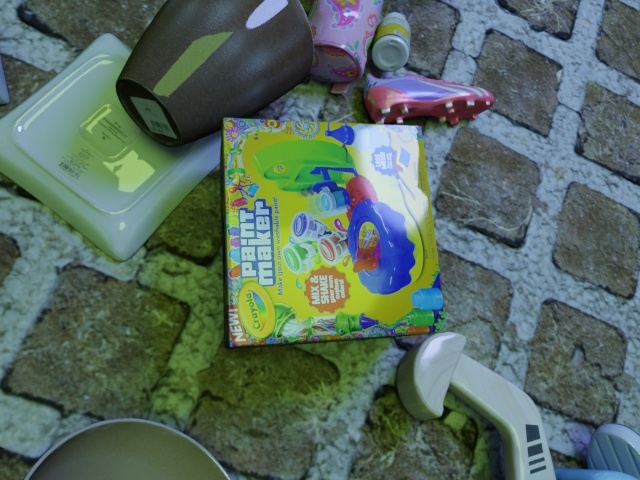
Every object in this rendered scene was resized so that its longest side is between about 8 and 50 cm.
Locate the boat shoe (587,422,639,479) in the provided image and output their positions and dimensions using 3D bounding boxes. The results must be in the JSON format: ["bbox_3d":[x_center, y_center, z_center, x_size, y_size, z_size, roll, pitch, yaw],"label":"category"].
[{"bbox_3d":[0.545,0.426,0.750,0.119,0.121,0.335,-29,96,-26],"label":"boat shoe"}]

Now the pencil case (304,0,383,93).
[{"bbox_3d":[0.049,-0.406,0.814,0.124,0.124,0.284,18,74,-9],"label":"pencil case"}]

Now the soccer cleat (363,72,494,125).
[{"bbox_3d":[0.197,-0.262,0.836,0.248,0.083,0.095,-8,74,-13],"label":"soccer cleat"}]

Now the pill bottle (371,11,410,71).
[{"bbox_3d":[0.129,-0.360,0.834,0.065,0.065,0.116,20,50,-9],"label":"pill bottle"}]

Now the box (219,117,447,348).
[{"bbox_3d":[0.000,0.000,0.670,0.279,0.177,0.289,-2,77,-14],"label":"box"}]

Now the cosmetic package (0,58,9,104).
[{"bbox_3d":[-0.537,-0.285,0.613,0.151,0.151,0.183,-15,81,-16],"label":"cosmetic package"}]

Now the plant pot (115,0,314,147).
[{"bbox_3d":[-0.160,-0.242,0.650,0.215,0.215,0.230,38,63,-3],"label":"plant pot"}]

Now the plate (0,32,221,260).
[{"bbox_3d":[-0.311,-0.155,0.697,0.277,0.045,0.278,39,71,-3],"label":"plate"}]

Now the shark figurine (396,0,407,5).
[{"bbox_3d":[0.260,-0.530,0.900,0.166,0.116,0.278,20,53,17],"label":"shark figurine"}]

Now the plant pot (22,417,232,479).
[{"bbox_3d":[-0.234,0.372,0.497,0.284,0.284,0.191,44,106,-1],"label":"plant pot"}]

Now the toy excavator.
[{"bbox_3d":[0.328,0.375,0.669,0.433,0.222,0.444,7,63,-9],"label":"toy excavator"}]
